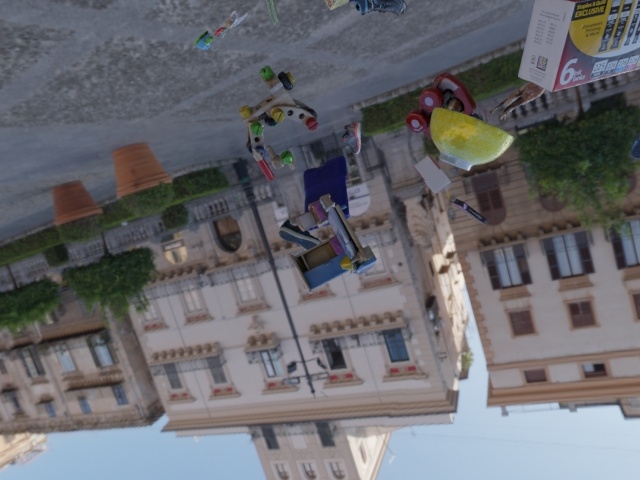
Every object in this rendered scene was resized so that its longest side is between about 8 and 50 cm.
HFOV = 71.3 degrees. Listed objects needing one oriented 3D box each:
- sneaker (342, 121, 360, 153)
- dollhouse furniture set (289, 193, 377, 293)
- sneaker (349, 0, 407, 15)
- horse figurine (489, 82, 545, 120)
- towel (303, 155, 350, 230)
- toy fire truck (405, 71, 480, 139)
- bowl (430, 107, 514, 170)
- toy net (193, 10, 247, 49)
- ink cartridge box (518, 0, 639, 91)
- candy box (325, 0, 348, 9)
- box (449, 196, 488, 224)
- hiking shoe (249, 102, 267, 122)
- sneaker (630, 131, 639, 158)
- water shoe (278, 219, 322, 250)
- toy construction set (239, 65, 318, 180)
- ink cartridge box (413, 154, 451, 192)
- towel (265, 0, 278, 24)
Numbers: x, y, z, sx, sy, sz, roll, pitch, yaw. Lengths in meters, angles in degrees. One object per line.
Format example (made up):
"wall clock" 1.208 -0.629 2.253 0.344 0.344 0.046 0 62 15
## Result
"sneaker" 0.109 -0.361 1.563 0.065 0.061 0.158 0 155 6
"dollhouse furniture set" 0.000 0.000 1.319 0.198 0.286 0.303 -27 170 -6
"sneaker" 0.204 -0.945 1.728 0.341 0.125 0.139 3 141 -45
"horse figurine" 0.651 -0.459 1.432 0.174 0.066 0.263 -34 -179 7
"towel" 0.030 -0.207 1.999 0.227 0.308 0.076 -17 152 31
"toy fire truck" 0.525 -0.529 1.858 0.169 0.254 0.302 -48 174 -32
"bowl" 0.497 -0.334 1.548 0.289 0.156 0.289 21 -167 -5
"toy net" -0.353 -0.769 1.601 0.232 0.045 0.122 -48 -163 -17
"ink cartridge box" 0.669 -0.539 1.073 0.309 0.272 0.130 -18 -139 -13
"candy box" 0.063 -0.911 1.408 0.087 0.183 0.316 -34 -176 -17
"box" 0.677 -0.136 2.036 0.029 0.162 0.116 -54 -161 7
"hiking shoe" -0.249 -0.594 2.090 0.114 0.086 0.227 -1 -167 -36
"sneaker" 1.063 -0.356 1.422 0.069 0.209 0.082 13 -128 13
"water shoe" -0.061 -0.020 1.752 0.073 0.203 0.080 119 -6 -53
"toy construction set" -0.161 -0.372 1.349 0.257 0.237 0.309 -8 -127 18
"ink cartridge box" 0.361 -0.211 1.426 0.063 0.109 0.150 -40 174 18
"towel" -0.165 -0.780 1.423 0.027 0.110 0.148 -12 161 3
